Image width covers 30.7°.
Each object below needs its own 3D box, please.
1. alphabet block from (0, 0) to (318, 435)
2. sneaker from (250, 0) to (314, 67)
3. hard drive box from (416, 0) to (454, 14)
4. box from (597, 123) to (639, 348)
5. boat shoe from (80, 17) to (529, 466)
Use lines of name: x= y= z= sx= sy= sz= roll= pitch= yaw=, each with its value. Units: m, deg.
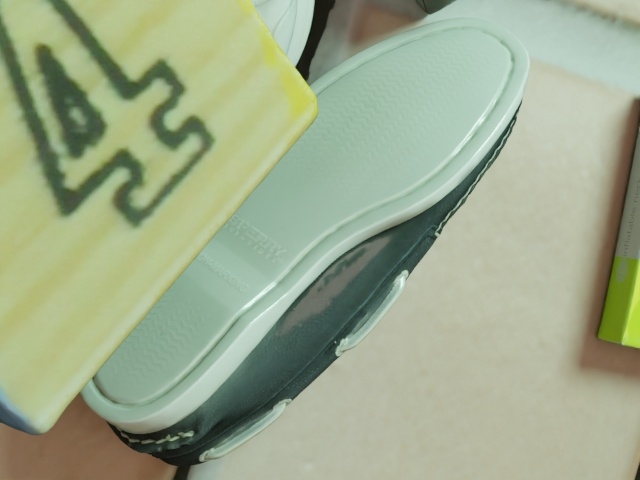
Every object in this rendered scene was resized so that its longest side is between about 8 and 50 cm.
alphabet block: x=-0.157 y=-0.060 z=0.517 sx=0.197 sy=0.192 sz=0.193 roll=-52 pitch=123 yaw=-25
sneaker: x=-0.076 y=-0.178 z=0.559 sx=0.114 sy=0.152 sz=0.305 roll=16 pitch=126 yaw=21
hard drive box: x=0.095 y=-0.275 z=0.653 sx=0.232 sy=0.089 sz=0.181 roll=-44 pitch=99 yaw=-6
box: x=0.240 y=-0.016 z=0.709 sx=0.109 sy=0.042 sz=0.178 roll=11 pitch=91 yaw=-10
boat shoe: x=0.000 y=0.000 z=0.646 sx=0.302 sy=0.091 sz=0.114 roll=-39 pitch=54 yaw=-5
